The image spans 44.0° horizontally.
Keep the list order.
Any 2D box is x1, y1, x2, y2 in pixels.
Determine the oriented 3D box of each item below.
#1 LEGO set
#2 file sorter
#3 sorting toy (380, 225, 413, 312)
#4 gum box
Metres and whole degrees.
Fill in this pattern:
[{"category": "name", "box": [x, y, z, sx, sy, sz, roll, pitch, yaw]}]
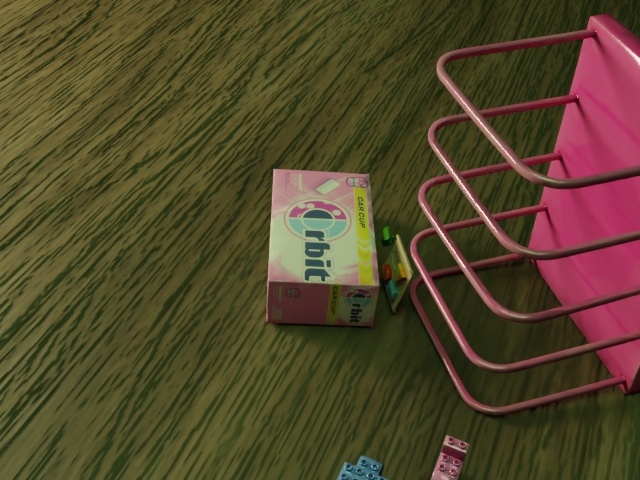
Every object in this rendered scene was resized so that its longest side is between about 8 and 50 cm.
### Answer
[{"category": "LEGO set", "box": [0.038, 0.217, 0.576, 0.087, 0.093, 0.227, 19, 44, 15]}, {"category": "file sorter", "box": [0.195, -0.012, 0.703, 0.182, 0.291, 0.202, -11, 44, -13]}, {"category": "sorting toy", "box": [0.072, 0.025, 0.815, 0.012, 0.062, 0.083, 4, 41, -17]}, {"category": "gum box", "box": [0.000, 0.000, 0.835, 0.107, 0.062, 0.188, 2, 42, -3]}]
